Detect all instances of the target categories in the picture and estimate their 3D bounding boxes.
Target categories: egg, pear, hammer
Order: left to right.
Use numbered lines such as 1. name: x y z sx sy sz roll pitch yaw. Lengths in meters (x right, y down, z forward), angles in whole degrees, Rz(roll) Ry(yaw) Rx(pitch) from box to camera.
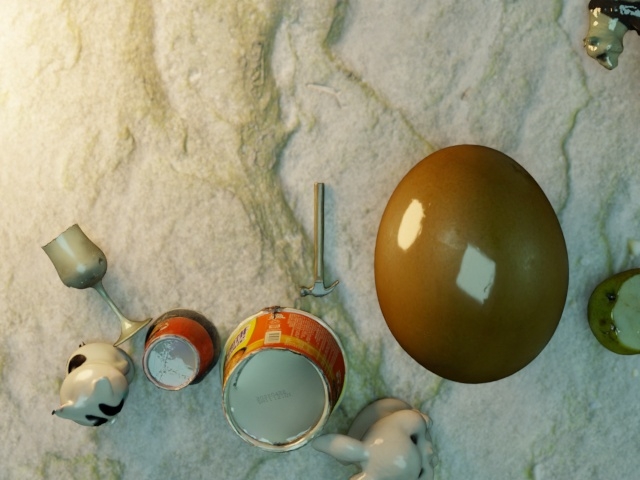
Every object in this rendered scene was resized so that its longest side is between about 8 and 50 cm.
1. hammer: 0.000 0.000 1.930 0.062 0.017 0.182 2 97 1
2. egg: 0.219 0.035 1.795 0.283 0.282 0.351 -1 92 2
3. pear: 0.473 0.107 1.890 0.141 0.104 0.141 -2 96 -22

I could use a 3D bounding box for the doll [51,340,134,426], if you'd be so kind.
1. doll: -0.346 0.225 1.897 0.110 0.181 0.107 -43 108 6

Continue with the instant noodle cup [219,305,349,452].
1. instant noodle cup: -0.062 0.221 1.882 0.213 0.174 0.213 0 99 3

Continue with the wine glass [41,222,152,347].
1. wine glass: -0.351 0.069 1.918 0.079 0.079 0.195 -35 96 6

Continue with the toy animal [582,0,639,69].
1. toy animal: 0.462 -0.363 1.828 0.121 0.094 0.225 18 99 1

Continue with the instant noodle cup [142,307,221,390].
1. instant noodle cup: -0.223 0.176 1.900 0.127 0.135 0.127 0 97 2

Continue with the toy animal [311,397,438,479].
1. toy animal: 0.091 0.322 1.890 0.179 0.193 0.127 -11 99 11
